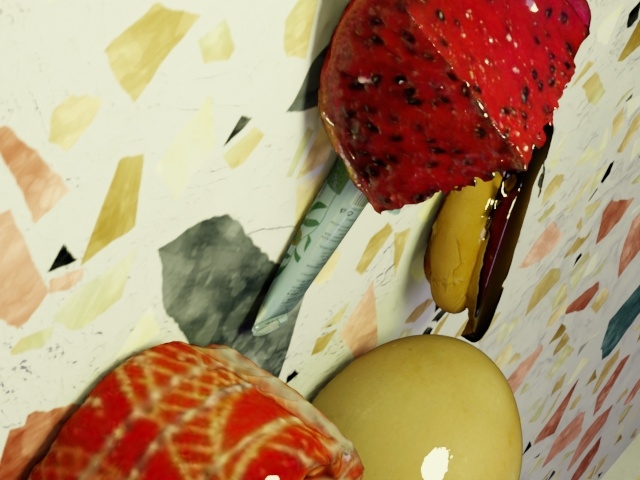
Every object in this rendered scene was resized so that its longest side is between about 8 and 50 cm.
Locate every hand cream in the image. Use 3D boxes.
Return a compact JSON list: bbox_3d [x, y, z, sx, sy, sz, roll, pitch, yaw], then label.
[{"bbox_3d":[0.000,0.000,1.635,0.256,0.055,0.088,-61,165,19],"label":"hand cream"}]

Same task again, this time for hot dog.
[{"bbox_3d":[0.212,-0.029,1.954,0.194,0.107,0.326,-16,127,-70],"label":"hot dog"}]

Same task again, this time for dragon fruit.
[{"bbox_3d":[0.172,-0.166,1.507,0.330,0.240,0.302,-29,157,-35],"label":"dragon fruit"}]

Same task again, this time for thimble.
[{"bbox_3d":[-0.139,0.291,1.530,0.350,0.230,0.350,-43,156,-25],"label":"thimble"}]

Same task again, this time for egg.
[{"bbox_3d":[0.113,0.299,1.938,0.374,0.301,0.301,-49,156,-19],"label":"egg"}]
